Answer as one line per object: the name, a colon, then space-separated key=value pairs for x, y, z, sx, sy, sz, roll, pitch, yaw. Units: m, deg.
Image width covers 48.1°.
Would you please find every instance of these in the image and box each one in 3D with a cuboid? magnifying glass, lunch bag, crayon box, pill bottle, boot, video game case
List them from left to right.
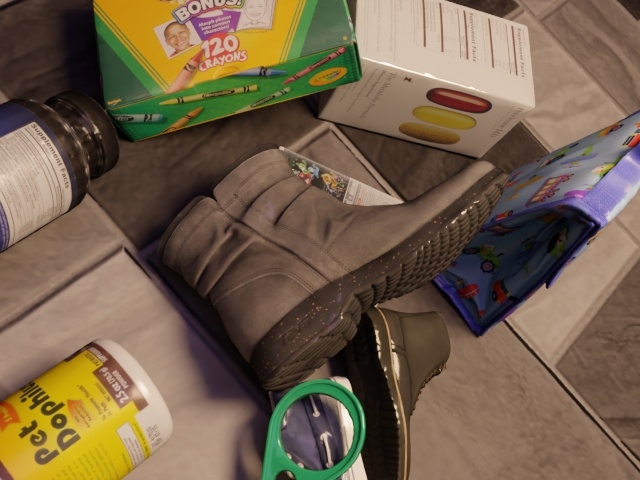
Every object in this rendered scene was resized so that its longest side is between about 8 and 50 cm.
pill bottle: x=-0.304 y=-0.061 z=0.687 sx=0.123 sy=0.123 sz=0.219 roll=44 pitch=46 yaw=2
pill bottle: x=-0.242 y=0.187 z=0.610 sx=0.215 sy=0.117 sz=0.117 roll=-36 pitch=84 yaw=-31
crayon box: x=-0.106 y=-0.232 z=0.807 sx=0.278 sy=0.081 sz=0.166 roll=-15 pitch=70 yaw=5
magnifying glass: x=-0.038 y=0.238 z=0.681 sx=0.092 sy=0.026 sz=0.231 roll=31 pitch=76 yaw=14
boot: x=-0.003 y=0.234 z=0.723 sx=0.086 sy=0.069 sz=0.190 roll=-3 pitch=62 yaw=-13
video game case: x=0.000 y=0.000 z=0.849 sx=0.173 sy=0.022 sz=0.191 roll=24 pitch=61 yaw=-11
boot: x=0.009 y=-0.029 z=0.740 sx=0.338 sy=0.118 sz=0.223 roll=-35 pitch=67 yaw=-12
boot: x=0.102 y=0.169 z=0.790 sx=0.137 sy=0.076 sz=0.198 roll=2 pitch=80 yaw=-41
lunch bag: x=0.276 y=-0.043 z=0.820 sx=0.221 sy=0.293 sz=0.138 roll=-37 pitch=84 yaw=-30

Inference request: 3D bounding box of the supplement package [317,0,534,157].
supplement package: x=0.134 y=-0.219 z=0.933 sx=0.243 sy=0.139 sz=0.134 roll=11 pitch=63 yaw=-16
